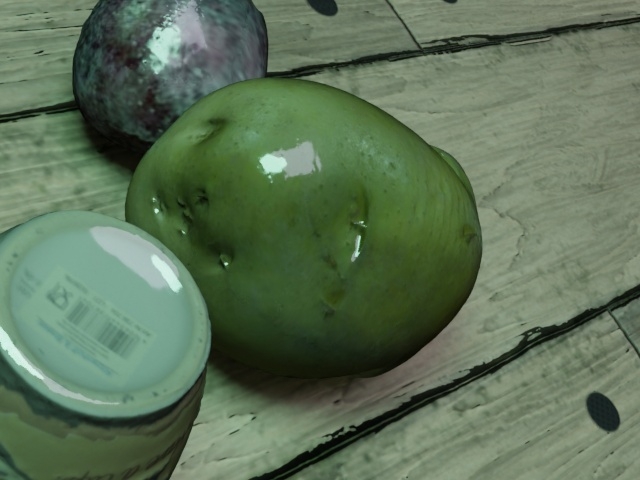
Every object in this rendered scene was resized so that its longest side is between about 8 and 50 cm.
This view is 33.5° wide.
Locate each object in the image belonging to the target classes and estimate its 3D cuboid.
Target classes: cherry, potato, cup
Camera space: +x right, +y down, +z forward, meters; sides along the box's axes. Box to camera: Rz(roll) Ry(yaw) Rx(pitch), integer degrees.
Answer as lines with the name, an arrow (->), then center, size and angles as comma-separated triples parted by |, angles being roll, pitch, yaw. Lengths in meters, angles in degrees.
cherry -> -0.136, -0.164, 0.973 | 0.195, 0.195, 0.195 | 20, 47, -23
potato -> 0.000, 0.000, 0.915 | 0.326, 0.221, 0.243 | 25, 77, -42
cup -> -0.216, 0.080, 0.682 | 0.301, 0.257, 0.227 | 31, 41, -10
